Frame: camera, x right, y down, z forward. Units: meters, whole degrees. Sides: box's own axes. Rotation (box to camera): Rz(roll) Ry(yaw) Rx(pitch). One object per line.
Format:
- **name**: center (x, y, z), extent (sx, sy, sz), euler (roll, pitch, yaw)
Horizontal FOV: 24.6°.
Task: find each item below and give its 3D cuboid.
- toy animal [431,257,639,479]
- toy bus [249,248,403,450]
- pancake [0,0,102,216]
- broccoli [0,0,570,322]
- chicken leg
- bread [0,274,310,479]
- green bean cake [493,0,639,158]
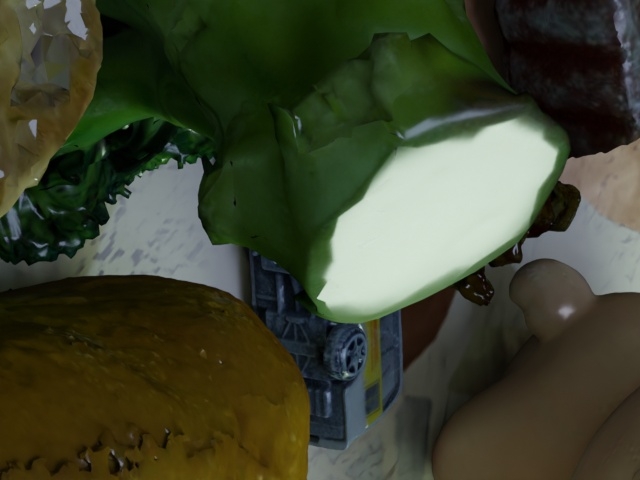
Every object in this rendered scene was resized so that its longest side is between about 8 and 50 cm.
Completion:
- **toy animal**: center (0.160, 0.140, 0.814), extent (0.277, 0.247, 0.345), euler (-39, 146, 7)
- **toy bus**: center (0.000, 0.000, 0.705), extent (0.075, 0.064, 0.191), euler (-29, 121, -53)
- **pancake**: center (-0.204, -0.113, 0.235), extent (0.387, 0.082, 0.387), euler (9, 74, -36)
- **broccoli**: center (-0.048, -0.090, 0.482), extent (0.297, 0.297, 0.297), euler (-23, 147, -16)
- **chicken leg**: center (0.096, -0.012, 0.802), extent (0.178, 0.070, 0.093), euler (-4, 78, -58)
- **bread**: center (-0.113, 0.186, 0.513), extent (0.337, 0.148, 0.328), euler (-8, 103, -61)
- **green bean cake**: center (0.186, -0.181, 0.826), extent (0.232, 0.097, 0.199), euler (-38, 123, -34)
